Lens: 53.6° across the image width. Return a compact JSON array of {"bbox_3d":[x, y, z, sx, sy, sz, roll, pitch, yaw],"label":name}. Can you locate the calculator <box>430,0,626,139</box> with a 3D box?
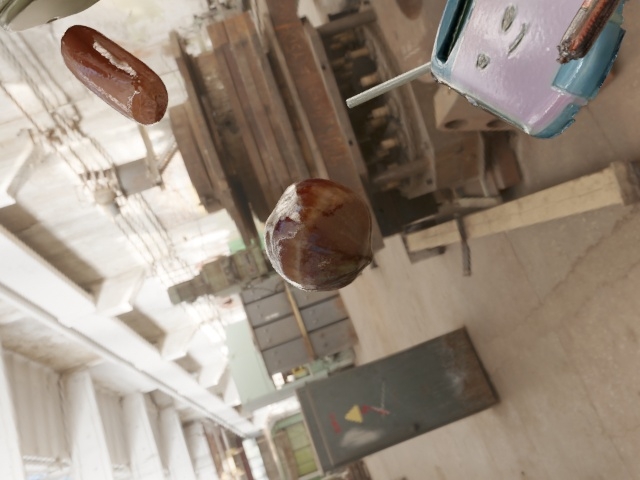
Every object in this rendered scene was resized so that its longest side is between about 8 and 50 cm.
[{"bbox_3d":[0.199,-0.216,0.651,0.293,0.051,0.172,-120,42,-57],"label":"calculator"}]

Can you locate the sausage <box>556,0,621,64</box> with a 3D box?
[{"bbox_3d":[0.234,-0.220,0.474,0.025,0.198,0.028,24,-170,-32],"label":"sausage"}]

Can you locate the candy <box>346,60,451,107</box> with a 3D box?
[{"bbox_3d":[0.206,-0.282,0.959,0.124,0.366,0.124,56,-159,-35],"label":"candy"}]

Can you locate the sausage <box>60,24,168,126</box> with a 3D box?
[{"bbox_3d":[-0.272,-0.218,0.829,0.194,0.077,0.077,38,160,22],"label":"sausage"}]

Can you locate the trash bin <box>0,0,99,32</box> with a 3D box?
[{"bbox_3d":[-0.414,-0.428,0.850,0.247,0.121,0.243,54,-151,-15],"label":"trash bin"}]

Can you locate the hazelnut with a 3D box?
[{"bbox_3d":[0.000,0.000,1.238,0.229,0.230,0.229,161,90,-84],"label":"hazelnut"}]
